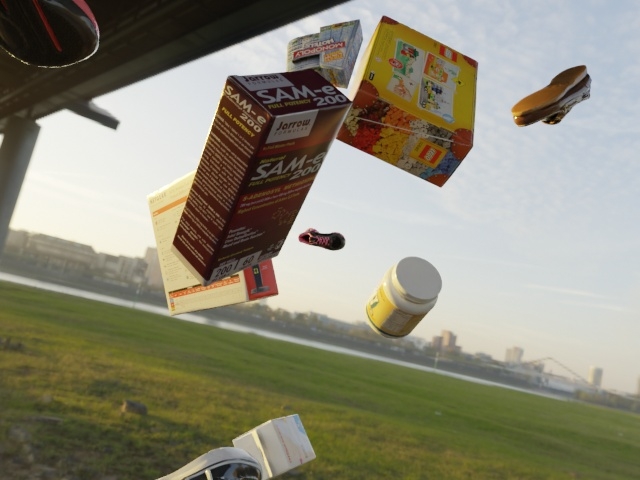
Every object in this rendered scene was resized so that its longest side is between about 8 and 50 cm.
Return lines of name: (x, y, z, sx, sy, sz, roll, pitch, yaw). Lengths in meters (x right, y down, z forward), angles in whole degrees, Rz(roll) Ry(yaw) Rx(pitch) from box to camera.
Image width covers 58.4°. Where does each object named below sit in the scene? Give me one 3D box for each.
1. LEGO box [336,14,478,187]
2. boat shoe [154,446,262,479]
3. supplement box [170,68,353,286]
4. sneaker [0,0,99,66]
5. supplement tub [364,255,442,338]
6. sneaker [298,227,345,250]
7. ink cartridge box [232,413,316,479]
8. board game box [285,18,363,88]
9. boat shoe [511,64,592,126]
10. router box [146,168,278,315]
LEGO box: (0.291, -0.460, 1.838, 0.373, 0.500, 0.193, 24, -43, -7)
boat shoe: (-0.152, 0.331, 0.684, 0.105, 0.113, 0.306, 20, -1, 32)
supplement box: (-0.071, -0.068, 0.643, 0.073, 0.239, 0.130, 43, 40, 20)
sneaker: (-0.361, -0.310, 0.666, 0.314, 0.136, 0.116, 26, -33, 18)
supplement tub: (0.208, 0.145, 1.444, 0.144, 0.144, 0.199, 15, -39, -10)
sneaker: (0.000, 0.000, 1.326, 0.119, 0.047, 0.057, 8, 9, 31)
ink cartridge box: (-0.088, 0.388, 1.061, 0.090, 0.092, 0.143, -31, -21, 13)
board game box: (0.008, -0.432, 1.363, 0.194, 0.194, 0.060, -8, -41, 9)
boat shoe: (0.430, -0.249, 1.046, 0.073, 0.207, 0.073, 19, -45, 55)
router box: (-0.252, 0.002, 1.281, 0.082, 0.301, 0.336, -9, -4, -43)
